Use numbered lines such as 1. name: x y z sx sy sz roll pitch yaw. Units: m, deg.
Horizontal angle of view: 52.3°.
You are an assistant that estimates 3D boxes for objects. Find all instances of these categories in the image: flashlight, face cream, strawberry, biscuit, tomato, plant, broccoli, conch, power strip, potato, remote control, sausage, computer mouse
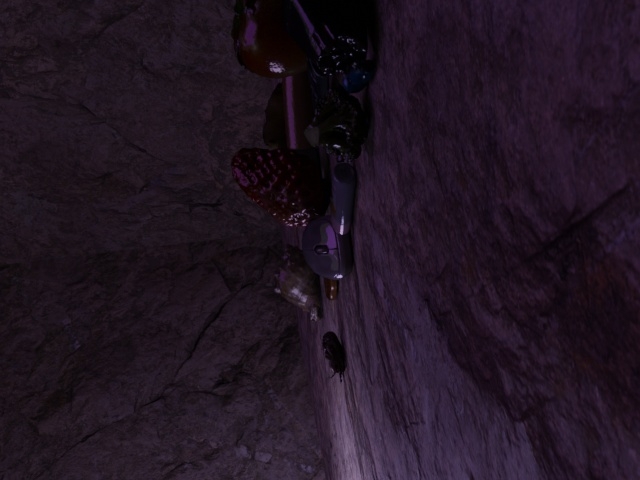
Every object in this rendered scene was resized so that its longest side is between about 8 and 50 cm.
1. flashlight: 0.077 -0.320 1.269 0.129 0.051 0.051 -178 81 -77
2. face cream: 0.053 -0.103 1.617 0.198 0.057 0.084 93 168 -53
3. strawberry: -0.135 -0.156 2.016 0.265 0.336 0.149 103 -168 -59
4. biscuit: 0.033 0.115 2.126 0.221 0.028 0.142 91 168 -53
5. tomato: -0.099 -0.574 1.673 0.303 0.238 0.304 -178 90 -75
6. plant: 0.010 -0.433 1.216 0.142 0.164 0.256 96 163 -68
7. broccoli: 0.038 -0.237 1.347 0.162 0.137 0.146 17 127 51
8. conch: -0.087 0.172 2.635 0.263 0.186 0.324 16 -113 -78
9. power strip: -0.073 -0.233 2.193 0.224 0.139 0.140 155 109 -83
10. potato: -0.088 -0.416 2.180 0.299 0.115 0.239 -35 -45 -72
11. remote control: -0.002 -0.383 1.649 0.377 0.044 0.107 78 171 -80
12. sausage: -0.049 -0.396 1.895 0.123 0.123 0.253 -123 26 -75
13. computer mouse: 0.010 0.015 1.852 0.297 0.121 0.184 -133 38 -80

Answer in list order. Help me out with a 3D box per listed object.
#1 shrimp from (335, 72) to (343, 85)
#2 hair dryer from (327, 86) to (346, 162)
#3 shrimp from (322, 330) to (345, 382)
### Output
1. shrimp: 0.035 -0.442 1.454 0.145 0.059 0.254 76 176 -49
2. hair dryer: 0.044 -0.272 1.607 0.195 0.050 0.173 -166 70 -87
3. shrimp: 0.046 0.383 2.137 0.073 0.074 0.190 -49 50 36
